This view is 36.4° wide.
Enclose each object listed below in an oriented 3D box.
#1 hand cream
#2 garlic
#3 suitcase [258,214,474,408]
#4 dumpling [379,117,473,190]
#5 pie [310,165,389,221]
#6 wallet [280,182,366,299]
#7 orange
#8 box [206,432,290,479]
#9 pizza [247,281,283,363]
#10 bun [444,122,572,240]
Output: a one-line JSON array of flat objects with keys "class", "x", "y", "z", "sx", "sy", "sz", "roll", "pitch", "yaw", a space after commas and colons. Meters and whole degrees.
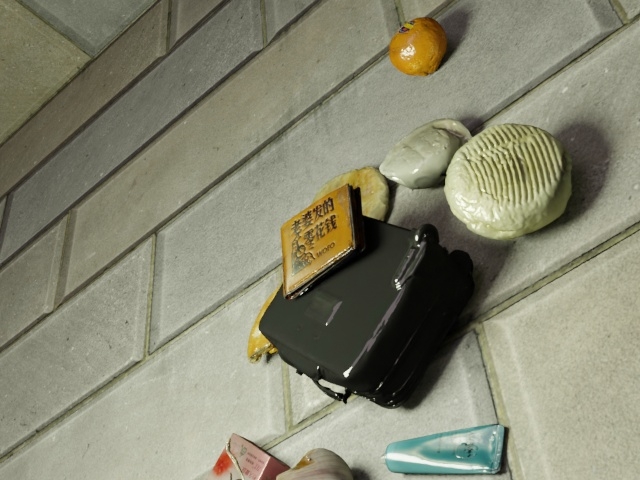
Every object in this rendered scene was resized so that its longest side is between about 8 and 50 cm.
[{"class": "hand cream", "x": 0.191, "y": 0.341, "z": 1.549, "sx": 0.224, "sy": 0.048, "sz": 0.083, "roll": -16, "pitch": 46, "yaw": 35}, {"class": "garlic", "x": -0.060, "y": 0.439, "z": 1.624, "sx": 0.207, "sy": 0.257, "sz": 0.207, "roll": -61, "pitch": -9, "yaw": -16}, {"class": "suitcase", "x": 0.073, "y": 0.115, "z": 1.757, "sx": 0.345, "sy": 0.188, "sz": 0.339, "roll": 22, "pitch": 76, "yaw": 53}, {"class": "dumpling", "x": 0.215, "y": -0.170, "z": 1.927, "sx": 0.176, "sy": 0.092, "sz": 0.150, "roll": -20, "pitch": 49, "yaw": 38}, {"class": "pie", "x": 0.068, "y": -0.076, "z": 2.059, "sx": 0.185, "sy": 0.052, "sz": 0.218, "roll": -49, "pitch": 36, "yaw": -4}, {"class": "wallet", "x": -0.002, "y": -0.002, "z": 1.764, "sx": 0.195, "sy": 0.042, "sz": 0.161, "roll": -32, "pitch": 42, "yaw": 32}, {"class": "orange", "x": 0.216, "y": -0.422, "z": 2.138, "sx": 0.135, "sy": 0.117, "sz": 0.135, "roll": -23, "pitch": 35, "yaw": 18}, {"class": "box", "x": -0.138, "y": 0.440, "z": 1.833, "sx": 0.156, "sy": 0.060, "sz": 0.111, "roll": 13, "pitch": 71, "yaw": 55}, {"class": "pizza", "x": -0.073, "y": 0.151, "z": 2.014, "sx": 0.127, "sy": 0.058, "sz": 0.246, "roll": 5, "pitch": 62, "yaw": 53}, {"class": "bun", "x": 0.328, "y": -0.089, "z": 1.682, "sx": 0.220, "sy": 0.134, "sz": 0.220, "roll": -8, "pitch": 58, "yaw": 13}]
